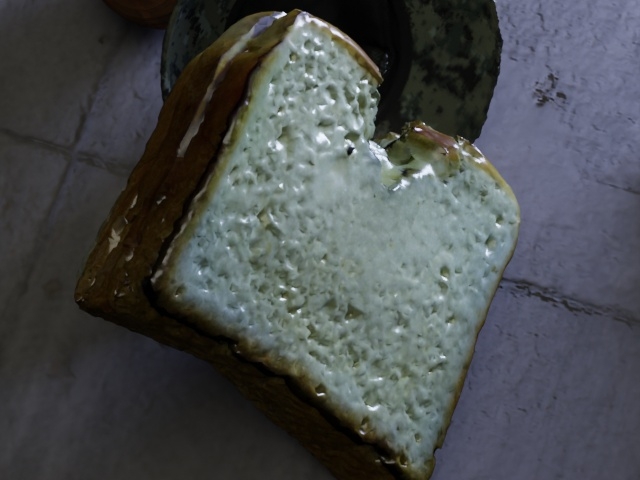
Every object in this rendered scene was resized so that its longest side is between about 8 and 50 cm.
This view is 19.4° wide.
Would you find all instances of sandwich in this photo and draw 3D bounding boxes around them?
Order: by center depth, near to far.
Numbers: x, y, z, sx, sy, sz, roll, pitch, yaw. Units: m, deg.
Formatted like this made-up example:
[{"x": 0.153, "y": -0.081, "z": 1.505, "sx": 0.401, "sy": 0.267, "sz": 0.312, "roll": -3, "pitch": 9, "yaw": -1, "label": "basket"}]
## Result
[{"x": -0.001, "y": 0.000, "z": 1.247, "sx": 0.273, "sy": 0.095, "sz": 0.249, "roll": 37, "pitch": 68, "yaw": -31, "label": "sandwich"}]

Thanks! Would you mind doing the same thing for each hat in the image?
[{"x": -0.010, "y": -0.144, "z": 1.351, "sx": 0.265, "sy": 0.265, "sz": 0.128, "roll": -30, "pitch": 36, "yaw": -10, "label": "hat"}]

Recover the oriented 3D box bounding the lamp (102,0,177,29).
[{"x": -0.112, "y": -0.224, "z": 1.393, "sx": 0.136, "sy": 0.136, "sz": 0.136, "roll": 0, "pitch": 69, "yaw": 1, "label": "lamp"}]
